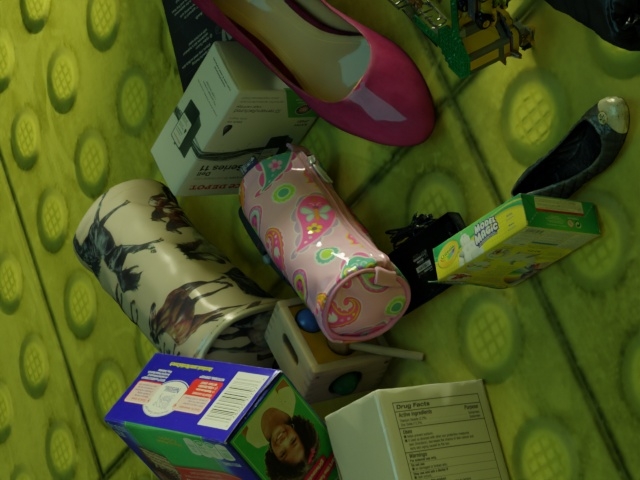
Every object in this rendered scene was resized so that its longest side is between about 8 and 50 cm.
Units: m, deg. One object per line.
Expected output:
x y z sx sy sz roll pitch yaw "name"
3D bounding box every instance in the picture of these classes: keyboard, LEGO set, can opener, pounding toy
0.128 0.015 1.973 0.192 0.038 0.100 -37 69 58 "keyboard"
0.160 -0.350 1.836 0.331 0.192 0.255 46 156 46 "LEGO set"
-0.058 0.008 2.197 0.186 0.059 0.073 50 137 41 "can opener"
0.028 0.127 2.047 0.141 0.130 0.100 61 148 32 "pounding toy"

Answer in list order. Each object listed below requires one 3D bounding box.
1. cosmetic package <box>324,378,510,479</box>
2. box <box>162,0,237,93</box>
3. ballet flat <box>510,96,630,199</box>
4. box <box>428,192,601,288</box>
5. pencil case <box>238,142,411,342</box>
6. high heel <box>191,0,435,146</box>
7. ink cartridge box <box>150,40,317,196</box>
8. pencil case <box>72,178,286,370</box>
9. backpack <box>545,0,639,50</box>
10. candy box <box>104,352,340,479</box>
0.129 0.319 1.880 0.113 0.160 0.309 -35 63 49 "cosmetic package"
-0.120 -0.284 2.238 0.156 0.093 0.158 -33 65 49 "box"
0.262 -0.086 1.769 0.173 0.049 0.057 -51 53 42 "ballet flat"
0.199 0.007 1.811 0.179 0.105 0.043 -37 54 48 "box"
0.000 0.000 2.047 0.284 0.124 0.124 57 134 47 "pencil case"
-0.032 -0.235 1.996 0.377 0.181 0.127 37 99 28 "high heel"
-0.101 -0.152 2.173 0.208 0.153 0.087 -54 52 41 "ink cartridge box"
-0.176 0.061 2.269 0.410 0.184 0.160 41 118 47 "pencil case"
0.304 -0.290 1.647 0.152 0.115 0.182 36 119 34 "backpack"
-0.066 0.288 2.032 0.268 0.122 0.317 2 137 53 "candy box"
